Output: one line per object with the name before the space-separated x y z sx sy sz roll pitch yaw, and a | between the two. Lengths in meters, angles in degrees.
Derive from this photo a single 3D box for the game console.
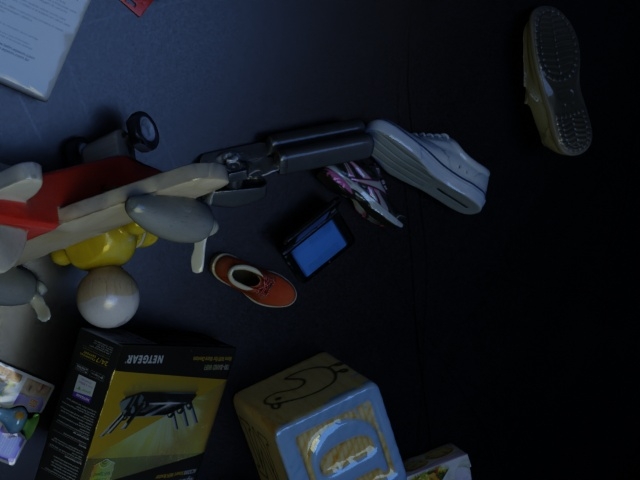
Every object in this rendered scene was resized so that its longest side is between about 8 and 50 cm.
game console | 0.000 0.000 1.789 0.122 0.107 0.071 -39 84 -14

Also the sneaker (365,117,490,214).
sneaker | 0.180 -0.142 1.846 0.258 0.094 0.091 33 61 -26

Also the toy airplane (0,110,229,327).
toy airplane | -0.328 -0.006 1.461 0.384 0.386 0.272 -22 95 -19

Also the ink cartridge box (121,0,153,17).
ink cartridge box | -0.253 -0.395 1.624 0.063 0.029 0.115 40 81 -24

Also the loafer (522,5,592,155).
loafer | 0.399 -0.274 1.913 0.102 0.092 0.269 -7 86 -25

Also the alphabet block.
alphabet block | -0.003 0.321 1.772 0.192 0.197 0.193 -22 108 -20

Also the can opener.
can opener | -0.056 -0.121 1.740 0.283 0.076 0.095 -12 137 -17

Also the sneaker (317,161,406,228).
sneaker | 0.084 -0.088 1.812 0.178 0.072 0.077 39 75 -29

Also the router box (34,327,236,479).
router box | -0.265 0.258 1.614 0.309 0.081 0.243 11 97 -63

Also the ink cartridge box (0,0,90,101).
ink cartridge box | -0.467 -0.405 1.502 0.324 0.071 0.330 24 88 -24

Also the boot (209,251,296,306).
boot | -0.096 0.072 1.748 0.158 0.084 0.059 25 87 -28

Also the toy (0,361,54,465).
toy | -0.522 0.232 1.597 0.237 0.056 0.137 29 85 -26

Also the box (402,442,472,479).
box | 0.114 0.443 1.919 0.324 0.067 0.063 -16 104 -20
